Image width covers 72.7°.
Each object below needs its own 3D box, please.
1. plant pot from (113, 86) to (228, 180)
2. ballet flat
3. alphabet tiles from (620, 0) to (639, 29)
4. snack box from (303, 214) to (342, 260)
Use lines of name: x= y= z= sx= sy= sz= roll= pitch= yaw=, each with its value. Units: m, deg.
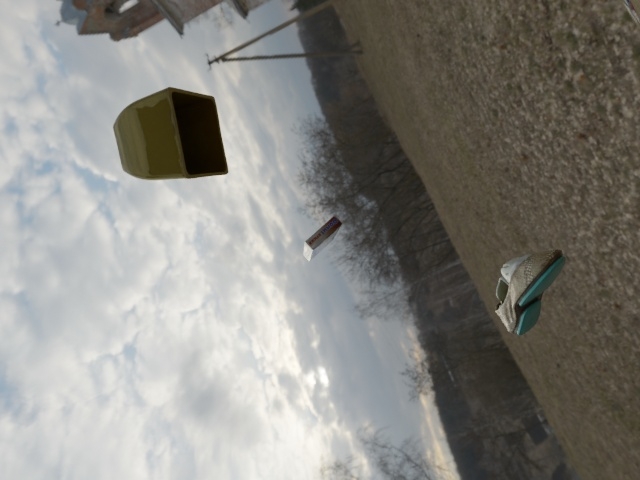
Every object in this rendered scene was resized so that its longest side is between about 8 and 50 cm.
plant pot: x=-0.153 y=-0.099 z=0.433 sx=0.081 sy=0.083 sz=0.081 roll=-35 pitch=-62 yaw=-70
ballet flat: x=0.282 y=0.066 z=0.615 sx=0.067 sy=0.073 sz=0.206 roll=51 pitch=163 yaw=36
alphabet tiles: x=0.205 y=-0.226 z=0.297 sx=0.343 sy=0.011 sz=0.285 roll=3 pitch=-117 yaw=-51
snack box: x=0.000 y=0.000 z=0.758 sx=0.022 sy=0.064 sz=0.178 roll=48 pitch=172 yaw=4
